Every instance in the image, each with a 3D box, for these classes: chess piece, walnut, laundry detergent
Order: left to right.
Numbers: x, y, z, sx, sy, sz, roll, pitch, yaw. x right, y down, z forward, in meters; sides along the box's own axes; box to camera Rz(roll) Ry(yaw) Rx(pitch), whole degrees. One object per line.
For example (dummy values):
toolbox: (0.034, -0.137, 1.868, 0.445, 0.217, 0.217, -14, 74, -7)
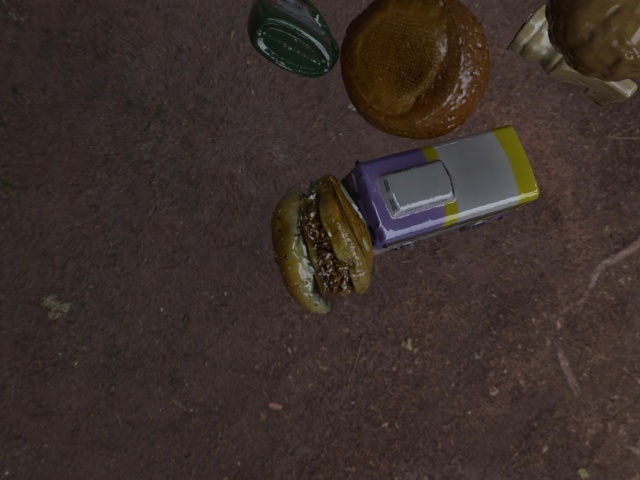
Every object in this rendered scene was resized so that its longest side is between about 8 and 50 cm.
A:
laundry detergent: (-0.036, -0.314, 0.730, 0.137, 0.211, 0.063, 21, 126, -17)
chess piece: (0.606, -0.428, 1.198, 0.301, 0.137, 0.137, 41, 92, 7)
walnut: (0.425, -0.326, 0.670, 0.224, 0.257, 0.257, -35, 107, 30)

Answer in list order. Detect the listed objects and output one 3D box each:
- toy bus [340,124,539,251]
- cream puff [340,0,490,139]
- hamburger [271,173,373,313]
toy bus: (0.268, -0.113, 1.213, 0.439, 0.249, 0.209, -15, 81, -12)
cream puff: (0.198, -0.351, 1.028, 0.303, 0.212, 0.303, 3, 96, 27)
hamburger: (0.000, 0.000, 0.660, 0.113, 0.177, 0.186, -26, 62, 14)
